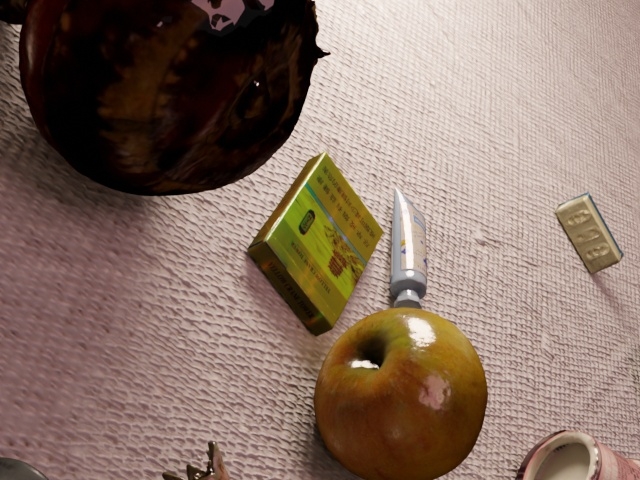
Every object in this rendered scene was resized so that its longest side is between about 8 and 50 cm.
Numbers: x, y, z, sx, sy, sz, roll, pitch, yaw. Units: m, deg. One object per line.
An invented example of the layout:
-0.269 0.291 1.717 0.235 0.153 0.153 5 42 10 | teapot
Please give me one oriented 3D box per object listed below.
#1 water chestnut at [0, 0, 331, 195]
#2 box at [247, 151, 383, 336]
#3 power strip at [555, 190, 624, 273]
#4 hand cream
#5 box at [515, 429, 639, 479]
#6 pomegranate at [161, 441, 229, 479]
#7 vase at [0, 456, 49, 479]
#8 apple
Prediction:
-0.149 -0.180 1.004 0.300 0.300 0.300 32 45 -39 | water chestnut
0.000 0.000 1.255 0.121 0.030 0.193 53 36 -16 | box
0.417 -0.010 1.800 0.123 0.056 0.032 58 33 -9 | power strip
0.104 0.015 1.377 0.065 0.043 0.170 45 33 -35 | hand cream
0.319 0.307 1.385 0.135 0.151 0.151 36 42 -23 | box
-0.066 0.243 0.921 0.159 0.129 0.129 52 35 -5 | pomegranate
-0.246 0.226 0.723 0.096 0.096 0.219 56 32 -11 | vase
0.082 0.156 1.138 0.155 0.183 0.182 55 33 -32 | apple
